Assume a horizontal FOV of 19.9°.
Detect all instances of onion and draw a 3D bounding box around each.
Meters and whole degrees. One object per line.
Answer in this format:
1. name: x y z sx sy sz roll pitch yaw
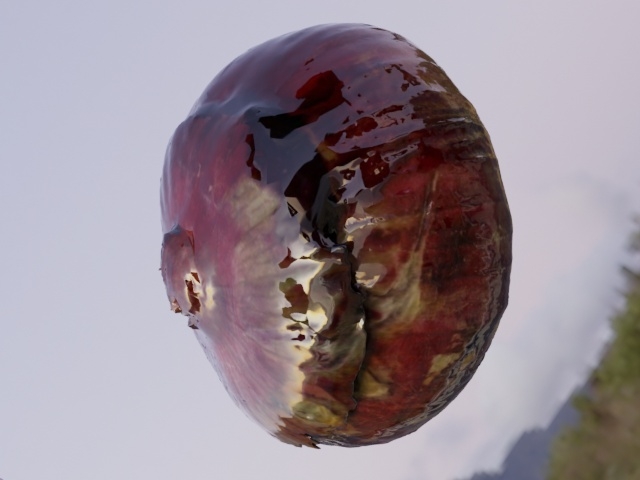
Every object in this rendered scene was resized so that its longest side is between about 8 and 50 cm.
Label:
1. onion: 0.000 0.000 1.055 0.190 0.246 0.246 -10 -36 -26

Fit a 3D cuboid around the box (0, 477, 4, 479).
1. box: -0.166 0.128 0.862 0.036 0.117 0.050 -62 2 -23
